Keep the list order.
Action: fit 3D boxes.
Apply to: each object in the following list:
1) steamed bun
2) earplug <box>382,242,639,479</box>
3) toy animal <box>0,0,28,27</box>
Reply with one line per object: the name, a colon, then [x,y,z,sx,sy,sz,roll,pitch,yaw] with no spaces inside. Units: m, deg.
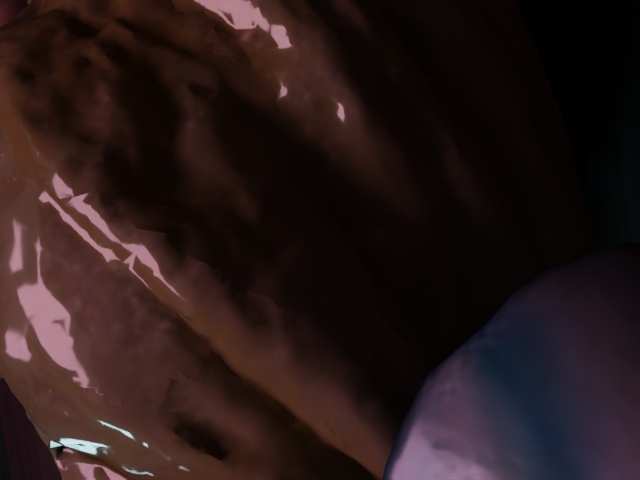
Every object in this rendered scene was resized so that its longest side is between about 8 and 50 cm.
steamed bun: [-0.002,-0.005,0.794,0.372,0.230,0.324,-95,-16,-47]
earplug: [0.170,0.147,0.550,0.324,0.185,0.185,42,142,53]
toy animal: [-0.220,-0.117,1.544,0.213,0.195,0.256,-67,17,-13]
